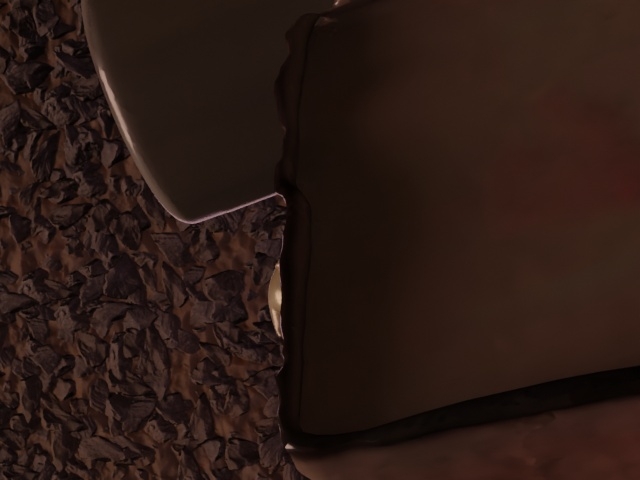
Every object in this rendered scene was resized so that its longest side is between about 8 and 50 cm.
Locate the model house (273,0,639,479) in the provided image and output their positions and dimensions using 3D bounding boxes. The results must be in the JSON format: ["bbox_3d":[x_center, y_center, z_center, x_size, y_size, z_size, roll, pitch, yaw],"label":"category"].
[{"bbox_3d":[0.117,0.034,0.448,0.237,0.202,0.237,-92,-20,-46],"label":"model house"}]

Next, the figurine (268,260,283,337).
[{"bbox_3d":[0.000,0.000,0.520,0.050,0.047,0.083,78,-165,-53],"label":"figurine"}]

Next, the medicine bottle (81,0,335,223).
[{"bbox_3d":[0.015,-0.163,0.893,0.208,0.340,0.208,-20,-90,-85],"label":"medicine bottle"}]
